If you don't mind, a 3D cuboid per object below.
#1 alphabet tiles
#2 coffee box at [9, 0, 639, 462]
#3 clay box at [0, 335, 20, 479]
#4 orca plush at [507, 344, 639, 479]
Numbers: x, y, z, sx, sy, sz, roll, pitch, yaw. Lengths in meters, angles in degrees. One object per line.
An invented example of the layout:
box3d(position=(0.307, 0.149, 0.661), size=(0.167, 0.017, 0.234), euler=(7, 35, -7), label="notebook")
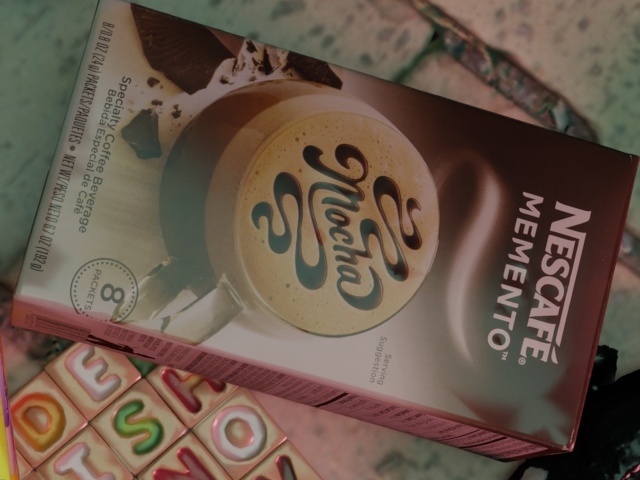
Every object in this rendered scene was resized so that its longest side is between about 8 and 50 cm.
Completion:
box3d(position=(-0.119, 0.171, 1.006), size=(0.237, 0.009, 0.198), euler=(-40, 91, -10), label="alphabet tiles")
box3d(position=(0.000, 0.000, 0.982), size=(0.297, 0.119, 0.168), euler=(16, 78, -7), label="coffee box")
box3d(position=(-0.182, 0.106, 0.933), size=(0.053, 0.127, 0.222), euler=(-8, 85, -10), label="clay box")
box3d(position=(0.230, 0.121, 1.018), size=(0.287, 0.102, 0.151), euler=(-11, 86, -10), label="orca plush")
